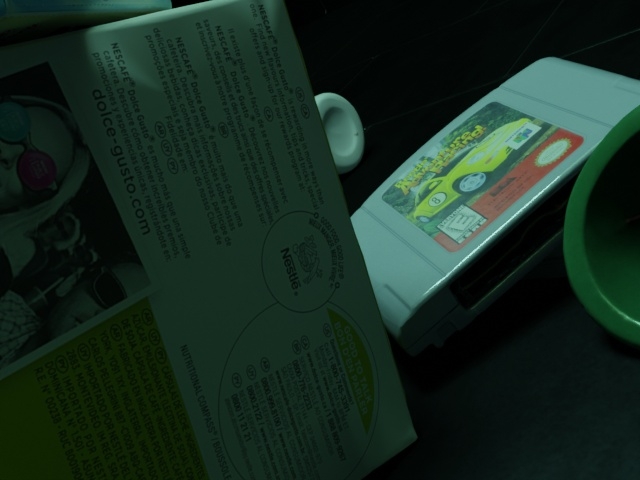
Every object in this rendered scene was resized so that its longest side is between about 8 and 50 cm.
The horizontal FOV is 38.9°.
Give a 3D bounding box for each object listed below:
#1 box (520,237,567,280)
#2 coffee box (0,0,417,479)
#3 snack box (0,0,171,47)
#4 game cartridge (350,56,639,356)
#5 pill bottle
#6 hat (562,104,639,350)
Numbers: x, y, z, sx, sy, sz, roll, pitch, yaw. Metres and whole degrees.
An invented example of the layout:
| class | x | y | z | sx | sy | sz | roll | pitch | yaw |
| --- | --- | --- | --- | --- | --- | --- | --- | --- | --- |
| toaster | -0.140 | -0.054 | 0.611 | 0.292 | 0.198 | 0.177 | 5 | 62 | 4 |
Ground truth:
| class | x | y | z | sx | sy | sz | roll | pitch | yaw |
| --- | --- | --- | --- | --- | --- | --- | --- | --- | --- |
| box | 0.258 | -0.039 | 0.764 | 0.145 | 0.038 | 0.186 | -8 | 28 | 49 |
| coffee box | -0.192 | 0.052 | 0.655 | 0.334 | 0.338 | 0.338 | -25 | 12 | -36 |
| snack box | -0.278 | -0.121 | 0.580 | 0.322 | 0.060 | 0.187 | -15 | 10 | 20 |
| game cartridge | 0.143 | -0.044 | 0.779 | 0.294 | 0.060 | 0.196 | -41 | 24 | -2 |
| pill bottle | -0.050 | -0.139 | 1.376 | 0.221 | 0.121 | 0.121 | -12 | 26 | 43 |
| hat | 0.301 | -0.012 | 0.636 | 0.208 | 0.183 | 0.173 | -55 | 49 | 22 |
